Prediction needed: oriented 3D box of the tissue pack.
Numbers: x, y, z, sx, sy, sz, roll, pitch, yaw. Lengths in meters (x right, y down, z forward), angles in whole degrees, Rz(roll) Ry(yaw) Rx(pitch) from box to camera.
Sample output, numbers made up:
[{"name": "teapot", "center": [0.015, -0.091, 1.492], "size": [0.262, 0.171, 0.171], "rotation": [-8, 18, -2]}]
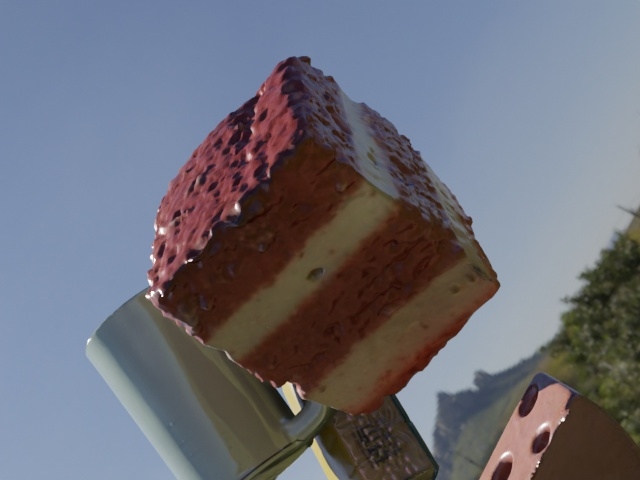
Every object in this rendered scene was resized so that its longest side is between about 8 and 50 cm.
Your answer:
[{"name": "tissue pack", "center": [0.052, 0.290, 1.448], "size": [0.134, 0.271, 0.192], "rotation": [-24, -29, -16]}]

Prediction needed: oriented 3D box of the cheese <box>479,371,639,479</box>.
[{"name": "cheese", "center": [0.263, 0.264, 0.933], "size": [0.203, 0.177, 0.128], "rotation": [-63, 5, -2]}]

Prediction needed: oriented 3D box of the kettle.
[{"name": "kettle", "center": [-0.155, 0.213, 1.392], "size": [0.265, 0.318, 0.205], "rotation": [-36, -17, -8]}]

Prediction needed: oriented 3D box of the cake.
[{"name": "cake", "center": [0.000, 0.000, 1.084], "size": [0.269, 0.319, 0.270], "rotation": [-45, 27, 20]}]
